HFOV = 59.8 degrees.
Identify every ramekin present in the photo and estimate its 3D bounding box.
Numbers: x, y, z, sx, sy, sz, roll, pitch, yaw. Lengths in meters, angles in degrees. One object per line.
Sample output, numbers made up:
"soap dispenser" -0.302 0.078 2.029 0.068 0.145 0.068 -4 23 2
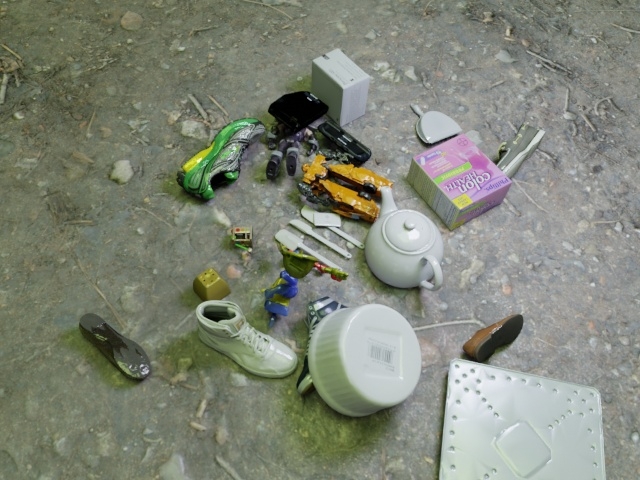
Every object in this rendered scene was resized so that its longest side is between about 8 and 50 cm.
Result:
"ramekin" 0.120 0.291 1.388 0.277 0.135 0.277 13 65 -28

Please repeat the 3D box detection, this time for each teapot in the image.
"teapot" 0.251 0.006 1.614 0.255 0.187 0.253 19 59 9

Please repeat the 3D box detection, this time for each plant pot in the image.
"plant pot" -0.312 0.125 1.578 0.081 0.083 0.081 -36 66 -22

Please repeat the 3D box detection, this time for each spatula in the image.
"spatula" 0.000 0.000 1.708 0.242 0.019 0.168 33 54 17

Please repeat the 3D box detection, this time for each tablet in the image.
"tablet" 0.021 -0.067 1.747 0.083 0.006 0.054 3 49 -9

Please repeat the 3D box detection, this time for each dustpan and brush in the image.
"dustpan and brush" 0.385 -0.428 1.981 0.147 0.060 0.211 -23 68 -17

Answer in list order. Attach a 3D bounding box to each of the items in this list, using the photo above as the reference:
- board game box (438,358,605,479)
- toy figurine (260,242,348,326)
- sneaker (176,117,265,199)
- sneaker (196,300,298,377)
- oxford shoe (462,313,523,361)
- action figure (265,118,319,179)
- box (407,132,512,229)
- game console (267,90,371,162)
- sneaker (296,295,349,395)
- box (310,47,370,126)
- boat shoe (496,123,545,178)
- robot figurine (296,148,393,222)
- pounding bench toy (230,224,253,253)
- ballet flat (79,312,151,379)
"board game box" 0.493 0.519 1.376 0.389 0.050 0.390 11 58 5
"toy figurine" -0.069 0.143 1.483 0.191 0.362 0.217 27 86 -7
"sneaker" -0.296 -0.261 1.814 0.146 0.134 0.343 38 72 13
"sneaker" -0.196 0.256 1.450 0.292 0.169 0.108 20 57 9
"oxford shoe" 0.477 0.255 1.537 0.212 0.076 0.076 -23 21 -27
"action figure" -0.104 -0.321 1.866 0.185 0.099 0.285 6 42 9
"box" 0.440 -0.192 1.788 0.213 0.117 0.243 -26 62 -18
"game console" 0.012 -0.377 1.875 0.361 0.044 0.213 38 41 7
"sneaker" -0.014 0.269 1.486 0.153 0.099 0.282 34 56 13
"box" 0.065 -0.536 1.955 0.119 0.182 0.181 -32 64 -21
"boat shoe" 0.648 -0.294 1.870 0.091 0.109 0.305 35 57 19
"robot figurine" 0.070 -0.172 1.774 0.290 0.085 0.211 25 67 13
"pounding bench toy" -0.238 0.001 1.678 0.065 0.052 0.083 -1 58 -3
"ballet flat" -0.551 0.289 1.488 0.249 0.058 0.084 35 41 13
